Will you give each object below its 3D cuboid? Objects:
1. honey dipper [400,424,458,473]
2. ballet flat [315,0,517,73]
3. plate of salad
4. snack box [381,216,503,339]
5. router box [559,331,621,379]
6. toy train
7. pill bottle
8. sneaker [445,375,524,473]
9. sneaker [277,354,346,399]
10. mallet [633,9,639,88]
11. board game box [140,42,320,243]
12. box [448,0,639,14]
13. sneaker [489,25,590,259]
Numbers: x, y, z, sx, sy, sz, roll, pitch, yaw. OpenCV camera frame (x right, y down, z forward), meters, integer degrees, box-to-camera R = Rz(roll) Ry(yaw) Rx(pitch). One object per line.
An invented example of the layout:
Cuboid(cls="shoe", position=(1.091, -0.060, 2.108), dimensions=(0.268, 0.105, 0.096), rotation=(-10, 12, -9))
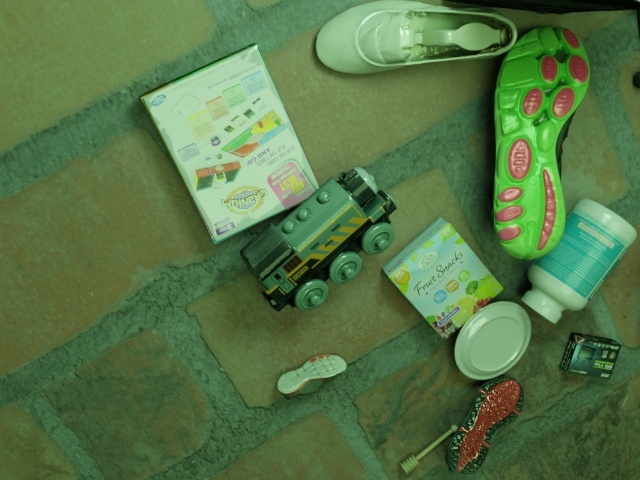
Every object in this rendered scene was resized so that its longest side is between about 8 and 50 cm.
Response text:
Cuboid(cls="honey dipper", position=(0.258, 0.486, 1.779), dimensions=(0.160, 0.030, 0.030), rotation=(-37, 110, -2))
Cuboid(cls="ballet flat", position=(0.194, -0.395, 1.463), dimensions=(0.400, 0.139, 0.139), rotation=(-6, 107, -10))
Cuboid(cls="plate of salad", position=(0.386, 0.223, 1.718), dimensions=(0.199, 0.048, 0.200), rotation=(-8, 114, -18))
Cuboid(cls="snack box", position=(0.263, 0.083, 1.645), dimensions=(0.174, 0.070, 0.207), rotation=(-42, 108, 2))
Cuboid(cls="router box", position=(0.638, 0.273, 1.796), dimensions=(0.122, 0.038, 0.092), rotation=(11, 104, -15))
Cuboid(cls="toy train", position=(0.000, 0.000, 1.502), dimensions=(0.334, 0.142, 0.190), rotation=(-40, 138, 1))
Cuboid(cls="pill bottle", position=(0.553, 0.050, 1.658), dimensions=(0.146, 0.146, 0.264), rotation=(34, 96, -19))
Cuboid(cls="sneaker", position=(0.365, 0.421, 1.756), dimensions=(0.104, 0.125, 0.262), rotation=(41, 70, 9))
Cuboid(cls="sneaker", position=(-0.017, 0.301, 1.663), dimensions=(0.157, 0.061, 0.065), rotation=(-19, 135, -6))
Cuboid(cls="mallet", position=(0.684, -0.416, 1.616), dimensions=(0.062, 0.039, 0.190), rotation=(-22, 105, -9))
Cuboid(cls="board game box", position=(-0.168, -0.186, 1.478), dimensions=(0.242, 0.064, 0.317), rotation=(-25, 109, -4))
Cuboid(cls="box", position=(0.438, -0.639, 1.267), dimensions=(0.297, 0.472, 0.480), rotation=(2, 105, -13))
Cuboid(cls="sneaker", position=(0.421, -0.202, 1.553), dimensions=(0.185, 0.202, 0.483), rotation=(11, 87, 2))
